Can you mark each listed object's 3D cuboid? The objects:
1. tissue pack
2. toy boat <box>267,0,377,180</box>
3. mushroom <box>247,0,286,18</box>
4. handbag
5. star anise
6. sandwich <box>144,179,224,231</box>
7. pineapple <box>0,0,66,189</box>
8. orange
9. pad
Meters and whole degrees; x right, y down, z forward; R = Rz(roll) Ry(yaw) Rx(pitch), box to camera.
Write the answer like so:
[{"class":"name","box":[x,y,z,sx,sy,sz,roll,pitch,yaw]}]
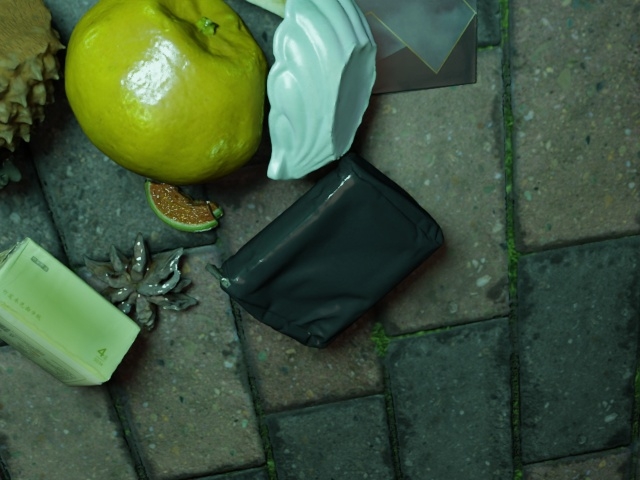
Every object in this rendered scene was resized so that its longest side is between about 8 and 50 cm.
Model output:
[{"class":"tissue pack","box":[-0.428,0.119,1.121,0.234,0.125,0.159,44,144,-22]},{"class":"toy boat","box":[0.006,-0.217,0.982,0.100,0.199,0.290,22,106,24]},{"class":"mushroom","box":[-0.157,-0.409,0.952,0.107,0.087,0.333,-40,115,12]},{"class":"handbag","box":[0.000,-0.001,1.114,0.302,0.178,0.275,-42,128,15]},{"class":"star anise","box":[-0.305,0.078,1.179,0.182,0.065,0.195,-7,124,3]},{"class":"sandwich","box":[-0.227,-0.055,1.142,0.135,0.029,0.067,30,103,-17]},{"class":"pineapple","box":[-0.482,-0.178,0.963,0.223,0.223,0.357,22,136,-16]},{"class":"orange","box":[-0.194,-0.209,0.938,0.279,0.279,0.235,32,121,-19]},{"class":"pad","box":[0.121,-0.304,1.076,0.243,0.004,0.163,-7,116,-2]}]
